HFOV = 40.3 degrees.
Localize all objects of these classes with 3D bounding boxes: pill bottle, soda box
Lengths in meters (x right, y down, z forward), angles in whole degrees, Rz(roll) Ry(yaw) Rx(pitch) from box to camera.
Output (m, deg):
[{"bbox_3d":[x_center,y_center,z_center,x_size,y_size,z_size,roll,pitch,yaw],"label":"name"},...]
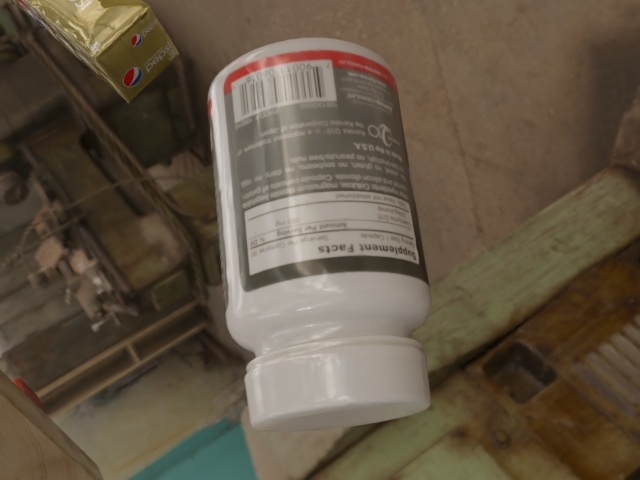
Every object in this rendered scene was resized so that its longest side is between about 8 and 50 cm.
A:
[{"bbox_3d":[0.000,0.000,0.693,0.161,0.161,0.283,117,148,-68],"label":"pill bottle"},{"bbox_3d":[-0.195,-0.188,0.688,0.181,0.058,0.061,40,171,26],"label":"soda box"}]

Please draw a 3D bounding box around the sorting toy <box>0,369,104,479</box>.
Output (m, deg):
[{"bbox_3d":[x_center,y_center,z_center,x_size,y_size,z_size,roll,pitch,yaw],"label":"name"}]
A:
[{"bbox_3d":[-0.302,0.157,0.565,0.089,0.256,0.257,59,167,26],"label":"sorting toy"}]
